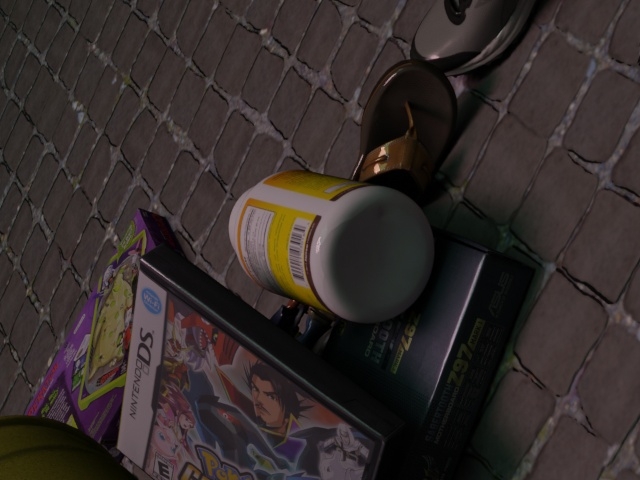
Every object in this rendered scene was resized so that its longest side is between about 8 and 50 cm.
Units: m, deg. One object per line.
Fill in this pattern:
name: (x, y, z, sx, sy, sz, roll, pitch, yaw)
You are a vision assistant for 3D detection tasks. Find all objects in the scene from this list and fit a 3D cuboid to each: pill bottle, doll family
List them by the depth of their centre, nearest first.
pill bottle: (0.000, 0.000, 1.373, 0.215, 0.117, 0.117, 17, 88, 61)
doll family: (-0.034, 0.107, 1.481, 0.111, 0.076, 0.193, -53, -11, 3)

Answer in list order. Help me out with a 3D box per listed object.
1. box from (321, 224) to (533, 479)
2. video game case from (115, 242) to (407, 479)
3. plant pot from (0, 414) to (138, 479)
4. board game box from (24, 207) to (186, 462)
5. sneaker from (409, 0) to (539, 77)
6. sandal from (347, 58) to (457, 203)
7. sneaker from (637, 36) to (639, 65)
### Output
box: (0.076, 0.102, 1.367, 0.183, 0.059, 0.232, 25, 94, 58)
video game case: (-0.063, 0.169, 1.345, 0.275, 0.035, 0.248, 35, 135, 24)
plant pot: (-0.221, 0.386, 1.443, 0.353, 0.366, 0.366, 16, 87, 48)
board game box: (-0.257, 0.156, 1.878, 0.346, 0.056, 0.208, -59, 37, 19)
sneaker: (0.159, -0.257, 1.391, 0.271, 0.108, 0.100, -49, 39, 34)
sandal: (0.063, -0.062, 1.444, 0.219, 0.090, 0.060, -61, 20, 21)
sneaker: (0.282, -0.152, 1.209, 0.098, 0.038, 0.069, 0, 75, 67)
